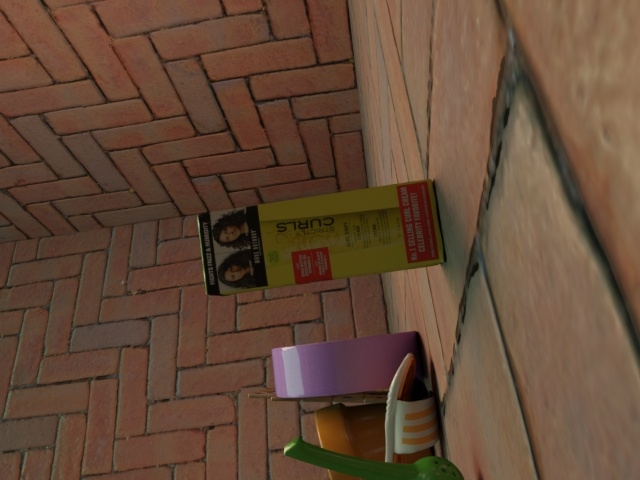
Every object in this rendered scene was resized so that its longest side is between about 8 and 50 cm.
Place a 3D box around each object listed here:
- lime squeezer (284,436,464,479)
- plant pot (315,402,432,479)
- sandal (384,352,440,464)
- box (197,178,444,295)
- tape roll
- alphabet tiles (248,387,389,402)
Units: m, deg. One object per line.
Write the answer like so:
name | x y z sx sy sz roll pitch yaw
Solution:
lime squeezer | 0.108 0.273 0.520 0.310 0.110 0.059 50 173 -11
plant pot | 0.110 0.401 1.092 0.205 0.187 0.205 -20 -90 -89
sandal | 0.143 0.297 0.851 0.102 0.076 0.266 -29 -55 -62
box | 0.000 0.000 0.562 0.058 0.232 0.088 39 -136 -83
tape roll | 0.049 0.228 1.045 0.275 0.274 0.090 59 -156 -79
alphabet tiles | 0.036 0.315 1.155 0.285 0.342 0.011 60 -150 -77
